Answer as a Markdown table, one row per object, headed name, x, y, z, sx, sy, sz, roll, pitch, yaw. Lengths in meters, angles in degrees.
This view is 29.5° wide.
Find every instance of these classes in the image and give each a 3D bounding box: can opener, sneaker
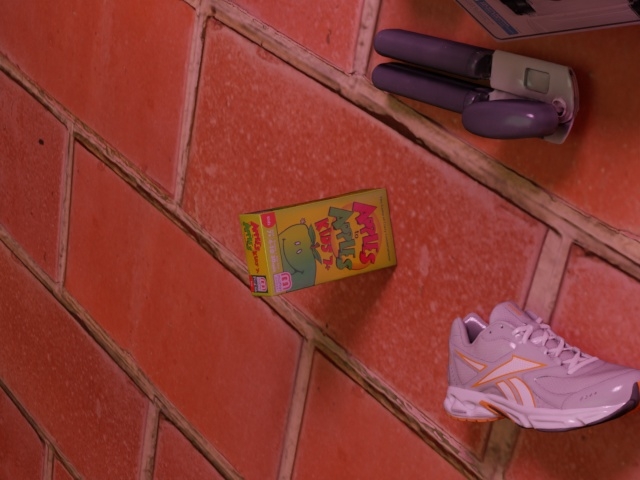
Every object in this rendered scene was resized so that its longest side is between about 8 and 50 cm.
| name | x | y | z | sx | sy | sz | roll | pitch | yaw |
| --- | --- | --- | --- | --- | --- | --- | --- | --- | --- |
| can opener | 0.137 | -0.158 | 1.220 | 0.283 | 0.095 | 0.076 | 24 | 118 | 47 |
| sneaker | 0.212 | 0.120 | 1.209 | 0.262 | 0.099 | 0.121 | -5 | 92 | 52 |

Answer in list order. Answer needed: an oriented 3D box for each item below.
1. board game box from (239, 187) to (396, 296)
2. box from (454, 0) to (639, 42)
| name | x | y | z | sx | sy | sz | roll | pitch | yaw |
| --- | --- | --- | --- | --- | --- | --- | --- | --- | --- |
| board game box | 0.000 | 0.000 | 1.375 | 0.043 | 0.181 | 0.092 | -2 | 99 | 53 |
| box | 0.250 | -0.261 | 0.977 | 0.290 | 0.087 | 0.169 | 1 | 60 | 52 |
